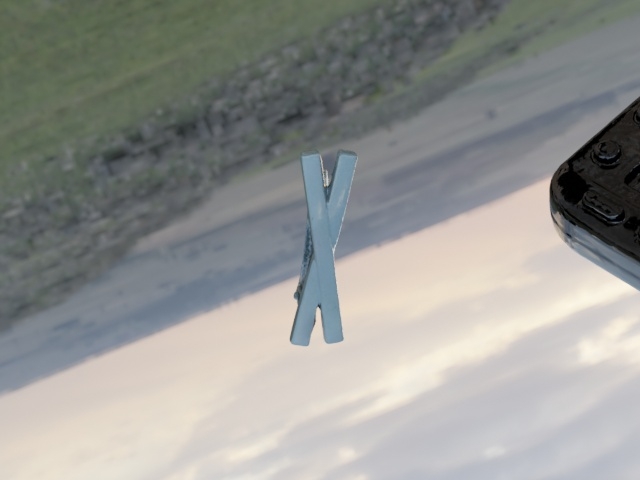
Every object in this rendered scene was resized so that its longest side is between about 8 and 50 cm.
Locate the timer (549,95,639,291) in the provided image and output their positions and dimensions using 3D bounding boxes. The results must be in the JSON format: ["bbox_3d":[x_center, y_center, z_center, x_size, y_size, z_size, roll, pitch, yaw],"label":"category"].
[{"bbox_3d":[0.223,-0.034,0.758,0.187,0.144,0.055,-39,143,-21],"label":"timer"}]

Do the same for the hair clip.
[{"bbox_3d":[-0.001,0.000,0.785,0.030,0.115,0.039,-4,-147,-15],"label":"hair clip"}]
